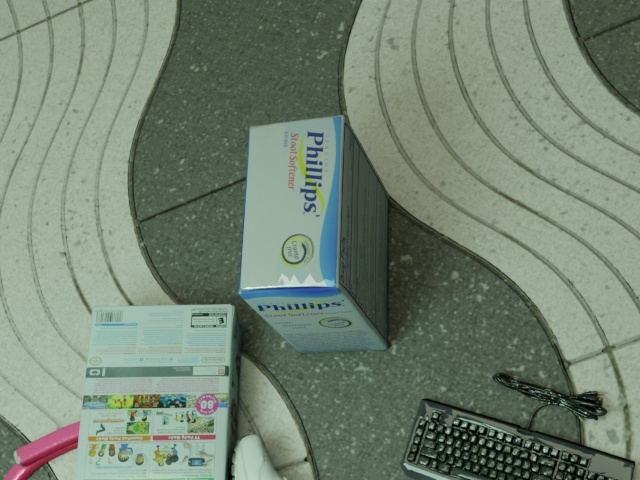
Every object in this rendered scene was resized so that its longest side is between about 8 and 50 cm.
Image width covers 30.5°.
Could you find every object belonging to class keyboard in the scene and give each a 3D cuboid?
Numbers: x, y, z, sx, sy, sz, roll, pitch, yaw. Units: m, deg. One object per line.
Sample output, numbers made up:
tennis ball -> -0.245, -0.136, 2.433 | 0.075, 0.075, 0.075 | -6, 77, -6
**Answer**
keyboard -> 0.286, 0.284, 1.662 | 0.317, 0.033, 0.201 | 14, 73, 22

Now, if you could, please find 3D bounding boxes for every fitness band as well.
fitness band -> -0.379, 0.394, 1.825 | 0.291, 0.054, 0.209 | -25, 63, 8

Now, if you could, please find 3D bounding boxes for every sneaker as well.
sneaker -> -0.045, 0.414, 1.691 | 0.129, 0.111, 0.297 | -21, 69, -4

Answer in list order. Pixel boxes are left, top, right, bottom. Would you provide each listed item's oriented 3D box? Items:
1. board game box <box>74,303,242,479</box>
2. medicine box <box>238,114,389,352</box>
board game box -> -0.240, 0.252, 1.772 | 0.224, 0.097, 0.303 | -1, 61, 3
medicine box -> 0.000, 0.000, 1.731 | 0.149, 0.289, 0.263 | -5, 66, 16
